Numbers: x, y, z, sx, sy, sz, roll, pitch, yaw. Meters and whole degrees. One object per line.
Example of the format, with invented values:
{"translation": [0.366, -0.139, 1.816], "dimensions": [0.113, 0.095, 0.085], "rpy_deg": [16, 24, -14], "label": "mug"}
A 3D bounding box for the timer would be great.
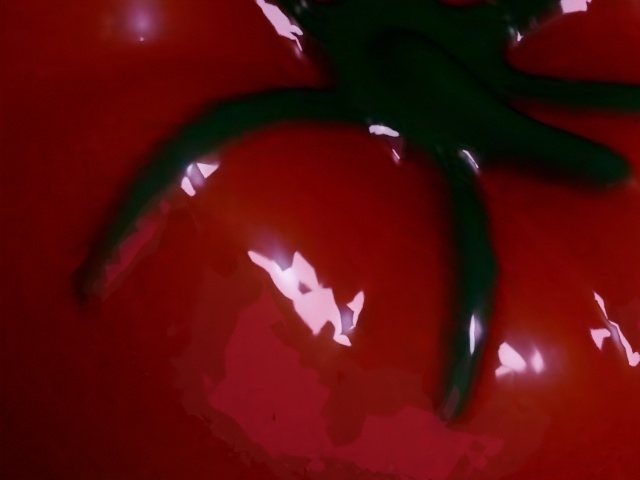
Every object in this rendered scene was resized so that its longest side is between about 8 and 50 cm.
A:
{"translation": [0.000, 0.000, 0.724], "dimensions": [0.378, 0.279, 0.378], "rpy_deg": [11, 53, -14], "label": "timer"}
